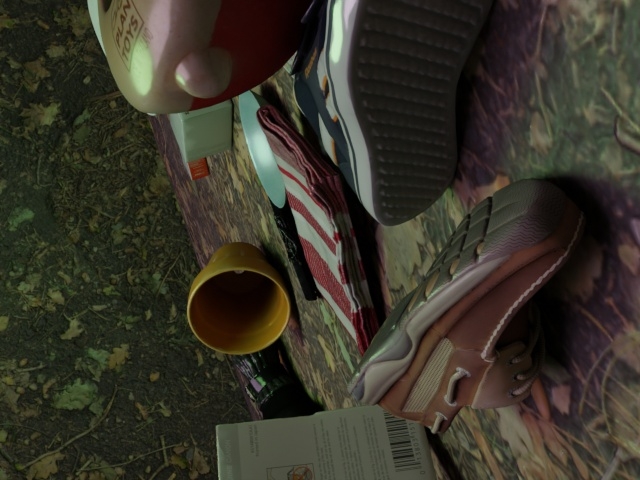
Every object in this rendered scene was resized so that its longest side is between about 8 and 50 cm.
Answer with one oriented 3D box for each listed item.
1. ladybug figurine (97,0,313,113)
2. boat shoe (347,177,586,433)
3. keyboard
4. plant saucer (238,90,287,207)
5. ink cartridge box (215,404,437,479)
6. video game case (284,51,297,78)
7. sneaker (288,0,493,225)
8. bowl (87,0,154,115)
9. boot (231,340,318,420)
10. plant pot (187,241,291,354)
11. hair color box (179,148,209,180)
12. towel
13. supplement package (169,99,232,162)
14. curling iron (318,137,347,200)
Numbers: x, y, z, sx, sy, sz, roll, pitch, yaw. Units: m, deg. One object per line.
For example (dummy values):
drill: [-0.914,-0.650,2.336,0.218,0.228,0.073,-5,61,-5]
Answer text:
ladybug figurine: [-0.099,-0.297,0.664,0.305,0.162,0.449,130,138,-52]
boat shoe: [0.126,0.068,0.603,0.116,0.123,0.324,34,149,5]
keyboard: [-0.035,0.009,1.266,0.100,0.038,0.192,-9,-103,-81]
plant saucer: [-0.076,-0.148,1.172,0.195,0.038,0.194,160,90,-75]
ink cartridge box: [0.017,0.345,0.887,0.066,0.261,0.296,89,173,-50]
video game case: [-0.026,-0.230,0.931,0.122,0.011,0.087,-124,21,-44]
sneaker: [0.040,-0.146,0.564,0.127,0.126,0.321,55,162,29]
bowl: [-0.377,-0.435,1.657,0.298,0.134,0.297,48,156,29]
boot: [-0.107,0.340,1.742,0.348,0.131,0.260,120,129,-72]
plant pot: [-0.171,0.100,1.574,0.188,0.205,0.205,-104,2,-62]
hair color box: [-0.344,-0.254,1.992,0.093,0.053,0.167,-122,18,-45]
towel: [0.000,0.000,1.022,0.237,0.037,0.329,-127,16,-53]
supplement package: [-0.241,-0.251,1.507,0.179,0.105,0.105,109,140,-69]
curling iron: [0.012,-0.136,0.876,0.068,0.035,0.274,-94,-6,-46]
